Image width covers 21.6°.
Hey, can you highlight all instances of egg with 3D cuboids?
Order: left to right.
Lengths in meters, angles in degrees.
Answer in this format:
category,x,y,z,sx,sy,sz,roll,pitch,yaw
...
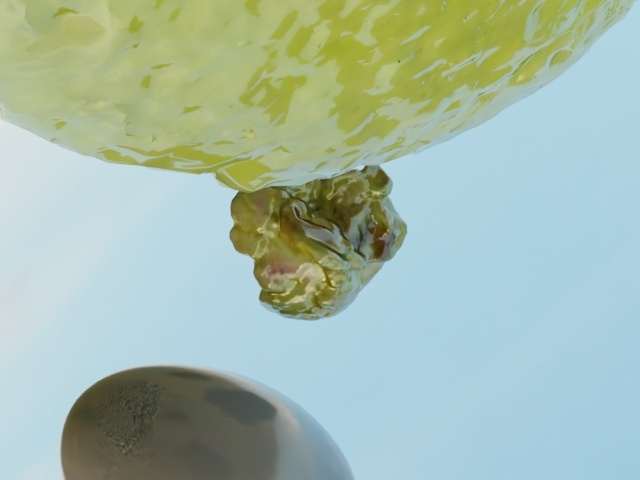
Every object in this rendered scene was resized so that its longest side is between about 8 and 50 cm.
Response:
category,x,y,z,sx,sy,sz,roll,pitch,yaw
egg,-0.065,0.152,1.015,0.146,0.198,0.146,-57,-178,3

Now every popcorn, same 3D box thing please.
category,x,y,z,sx,sy,sz,roll,pitch,yaw
popcorn,0.000,0.000,1.015,0.089,0.109,0.097,-1,-100,31

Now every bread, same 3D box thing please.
category,x,y,z,sx,sy,sz,roll,pitch,yaw
bread,-0.031,-0.219,0.451,0.348,0.348,0.308,-48,-119,1
